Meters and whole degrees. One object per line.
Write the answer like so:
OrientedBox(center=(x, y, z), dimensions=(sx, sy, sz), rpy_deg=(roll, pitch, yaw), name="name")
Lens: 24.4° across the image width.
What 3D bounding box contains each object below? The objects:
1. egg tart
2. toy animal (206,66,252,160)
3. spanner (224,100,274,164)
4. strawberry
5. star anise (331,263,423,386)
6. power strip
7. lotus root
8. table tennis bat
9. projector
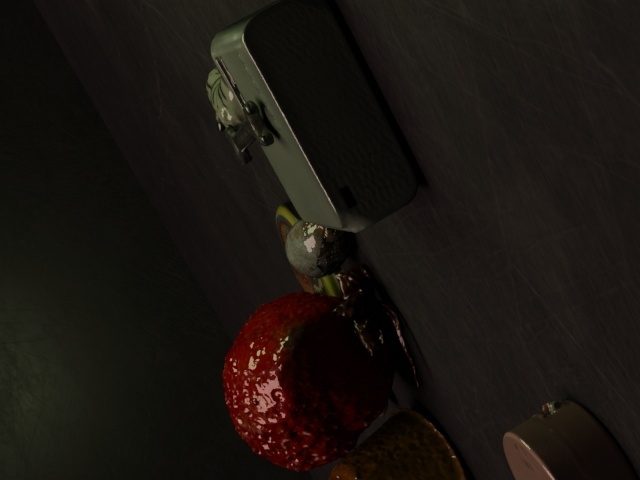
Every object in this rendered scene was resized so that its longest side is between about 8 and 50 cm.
OrientedBox(center=(0.116, 0.359, 2.141), dimensions=(0.215, 0.171, 0.215), rpy_deg=(44, 146, 40), name="egg tart")
OrientedBox(center=(-0.117, -0.201, 2.034), dimensions=(0.217, 0.073, 0.176), rpy_deg=(-130, 20, -61), name="toy animal")
OrientedBox(center=(-0.083, -0.119, 1.672), dimensions=(0.054, 0.015, 0.254), rpy_deg=(60, 171, -2), name="spanner")
OrientedBox(center=(-0.021, 0.180, 2.069), dimensions=(0.257, 0.257, 0.277), rpy_deg=(56, 167, 19), name="strawberry")
OrientedBox(center=(0.079, 0.117, 1.984), dimensions=(0.191, 0.070, 0.097), rpy_deg=(61, -164, -11), name="star anise")
OrientedBox(center=(0.251, 0.237, 1.476), dimensions=(0.154, 0.078, 0.154), rpy_deg=(57, 169, 17), name="power strip")
OrientedBox(center=(-0.001, 0.003, 2.007), dimensions=(0.088, 0.088, 0.165), rpy_deg=(58, 159, 11), name="lotus root")
OrientedBox(center=(0.014, 0.111, 2.278), dimensions=(0.369, 0.054, 0.224), rpy_deg=(66, 167, -11), name="table tennis bat")
OrientedBox(center=(-0.008, -0.139, 1.607), dimensions=(0.250, 0.108, 0.198), rpy_deg=(61, 169, -9), name="projector")
